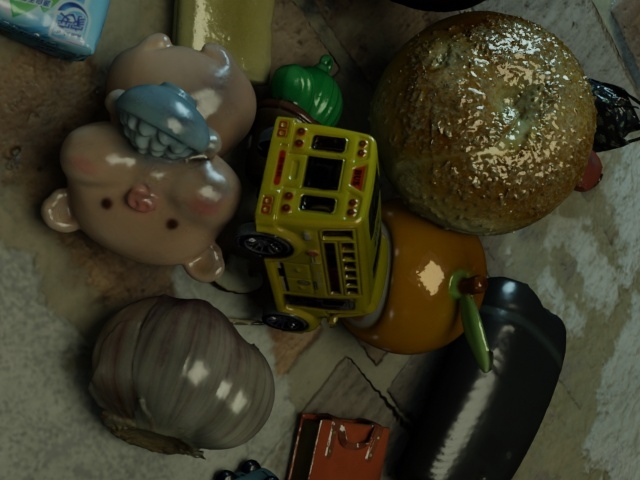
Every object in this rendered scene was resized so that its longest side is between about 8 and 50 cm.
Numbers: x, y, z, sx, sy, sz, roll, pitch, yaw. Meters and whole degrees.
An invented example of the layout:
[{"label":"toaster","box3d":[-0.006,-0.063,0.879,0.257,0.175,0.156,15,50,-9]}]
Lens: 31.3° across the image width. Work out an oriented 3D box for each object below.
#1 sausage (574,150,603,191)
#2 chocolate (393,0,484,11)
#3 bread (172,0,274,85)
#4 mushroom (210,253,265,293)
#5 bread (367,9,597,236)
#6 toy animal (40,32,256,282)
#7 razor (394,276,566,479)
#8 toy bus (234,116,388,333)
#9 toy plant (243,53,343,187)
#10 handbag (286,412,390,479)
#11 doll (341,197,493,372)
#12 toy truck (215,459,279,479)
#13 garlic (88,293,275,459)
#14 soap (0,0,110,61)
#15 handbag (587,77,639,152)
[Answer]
[{"label":"sausage","box3d":[0.387,-0.123,1.787,0.141,0.076,0.076,25,76,-36]},{"label":"chocolate","box3d":[0.157,-0.458,1.406,0.383,0.384,0.331,50,61,-28]},{"label":"bread","box3d":[-0.118,-0.280,1.383,0.139,0.060,0.178,5,89,-38]},{"label":"mushroom","box3d":[-0.110,0.042,1.426,0.101,0.019,0.049,23,78,-39]},{"label":"bread","box3d":[0.215,-0.153,1.433,0.306,0.159,0.305,4,77,-18]},{"label":"toy animal","box3d":[-0.179,-0.104,1.269,0.210,0.229,0.221,15,36,-3]},{"label":"razor","box3d":[0.241,0.236,1.654,0.204,0.113,0.349,38,68,-36]},{"label":"toy bus","box3d":[0.000,0.000,1.330,0.331,0.151,0.145,80,18,-64]},{"label":"toy plant","box3d":[-0.032,-0.158,1.422,0.143,0.105,0.200,55,51,-62]},{"label":"handbag","box3d":[0.017,0.327,1.512,0.127,0.063,0.190,15,84,-38]},{"label":"doll","box3d":[0.142,0.051,1.488,0.213,0.236,0.213,-9,104,-39]},{"label":"toy truck","box3d":[-0.112,0.329,1.412,0.136,0.063,0.074,-14,119,-35]},{"label":"garlic","box3d":[-0.153,0.167,1.338,0.257,0.207,0.207,-8,98,-73]},{"label":"soap","box3d":[-0.338,-0.296,1.195,0.293,0.077,0.156,17,80,-37]},{"label":"handbag","box3d":[0.474,-0.196,1.810,0.072,0.139,0.115,-43,117,-21]}]
